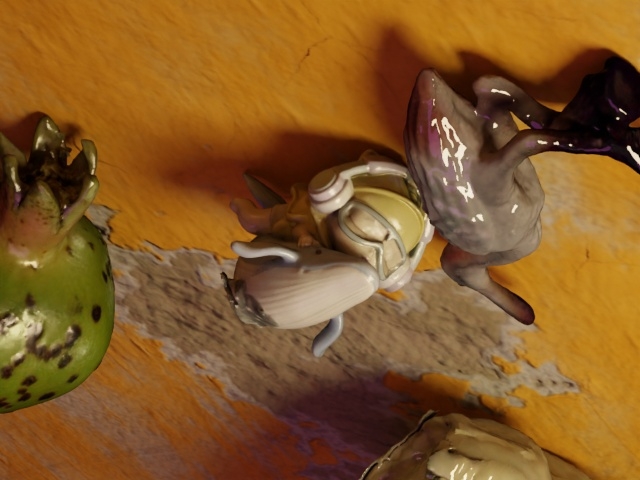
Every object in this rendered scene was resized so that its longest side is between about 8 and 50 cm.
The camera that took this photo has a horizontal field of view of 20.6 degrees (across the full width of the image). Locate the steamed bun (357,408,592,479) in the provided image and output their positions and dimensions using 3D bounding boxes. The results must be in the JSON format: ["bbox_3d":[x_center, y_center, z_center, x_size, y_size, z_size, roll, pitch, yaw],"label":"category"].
[{"bbox_3d":[0.166,0.323,1.730,0.346,0.237,0.394,-9,109,2],"label":"steamed bun"}]

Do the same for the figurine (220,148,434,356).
[{"bbox_3d":[0.000,0.000,1.440,0.128,0.184,0.208,53,176,-28],"label":"figurine"}]

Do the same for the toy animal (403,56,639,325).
[{"bbox_3d":[0.131,-0.033,1.337,0.195,0.090,0.324,25,147,-4],"label":"toy animal"}]

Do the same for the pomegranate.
[{"bbox_3d":[-0.303,0.025,1.590,0.231,0.231,0.286,14,138,14],"label":"pomegranate"}]
